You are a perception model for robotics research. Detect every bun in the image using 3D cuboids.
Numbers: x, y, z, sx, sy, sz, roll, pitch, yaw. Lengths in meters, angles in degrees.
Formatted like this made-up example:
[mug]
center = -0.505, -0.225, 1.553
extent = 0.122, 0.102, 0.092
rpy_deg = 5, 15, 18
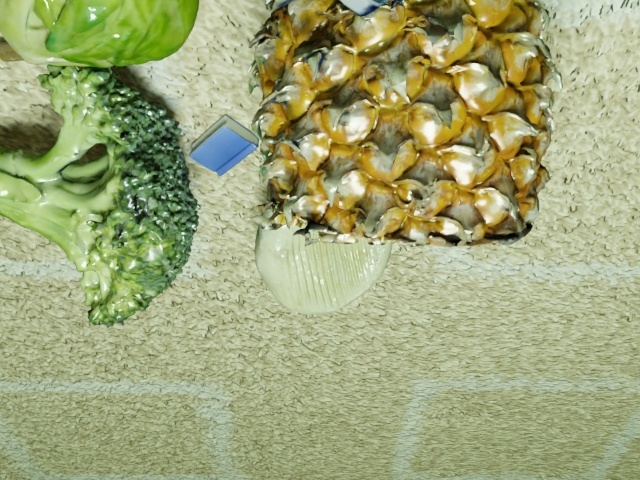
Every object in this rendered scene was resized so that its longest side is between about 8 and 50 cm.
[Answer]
[bun]
center = 0.000, 0.000, 1.124
extent = 0.231, 0.133, 0.231
rpy_deg = -8, 121, -13

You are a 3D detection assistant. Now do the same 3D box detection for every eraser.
[eraser]
center = -0.140, -0.136, 1.042
extent = 0.063, 0.027, 0.084
rpy_deg = 31, 131, -34

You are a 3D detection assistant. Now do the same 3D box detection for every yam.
[yam]
center = -0.333, -0.245, 0.907
extent = 0.145, 0.032, 0.032
rpy_deg = -6, 140, 6

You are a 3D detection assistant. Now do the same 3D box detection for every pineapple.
[pineapple]
center = 0.082, -0.153, 0.758
extent = 0.352, 0.352, 0.300
rpy_deg = -4, 103, 6

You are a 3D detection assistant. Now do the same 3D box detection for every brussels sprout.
[brussels sprout]
center = -0.238, -0.273, 0.782
extent = 0.223, 0.161, 0.223
rpy_deg = -3, 164, -1

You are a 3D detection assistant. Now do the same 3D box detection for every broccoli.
[broccoli]
center = -0.356, -0.039, 1.016
extent = 0.397, 0.275, 0.353
rpy_deg = -15, 99, 14

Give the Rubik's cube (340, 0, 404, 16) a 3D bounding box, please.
[Rubik's cube]
center = 0.035, -0.357, 0.438
extent = 0.293, 0.292, 0.287
rpy_deg = 36, 87, -11
